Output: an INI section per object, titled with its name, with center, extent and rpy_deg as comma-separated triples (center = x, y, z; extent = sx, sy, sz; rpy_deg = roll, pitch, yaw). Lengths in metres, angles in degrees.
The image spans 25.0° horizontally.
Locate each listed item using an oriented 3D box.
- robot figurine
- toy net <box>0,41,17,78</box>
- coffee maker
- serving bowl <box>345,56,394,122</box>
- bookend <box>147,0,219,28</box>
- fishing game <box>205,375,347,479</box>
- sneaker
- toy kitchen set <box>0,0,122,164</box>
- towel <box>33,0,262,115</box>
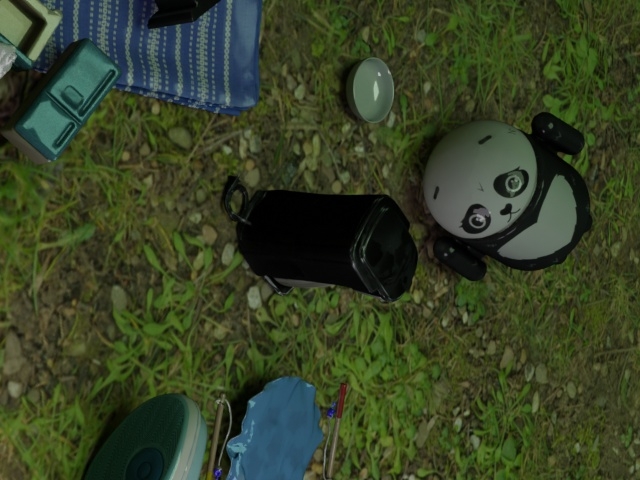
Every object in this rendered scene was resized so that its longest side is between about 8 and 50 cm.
[robot figurine]
center = 0.261, -0.057, 1.976
extent = 0.278, 0.174, 0.209
rpy_deg = 27, 65, -48
[toy net]
center = -0.375, -0.157, 1.230
extent = 0.232, 0.045, 0.122
rpy_deg = -18, 143, -27
[coffee maker]
center = 0.000, 0.000, 1.671
extent = 0.171, 0.178, 0.120
rpy_deg = 24, 74, -48
[serving bowl]
center = 0.058, -0.191, 1.840
extent = 0.083, 0.027, 0.083
rpy_deg = -6, 98, -50
[bookend]
center = -0.142, -0.329, 1.515
extent = 0.157, 0.072, 0.156
rpy_deg = -47, 122, -37
[fishing game]
center = -0.060, 0.250, 1.730
extent = 0.264, 0.041, 0.189
rpy_deg = -3, 103, -55
[sneaker]
center = -0.163, 0.333, 1.552
extent = 0.208, 0.127, 0.319
rpy_deg = 30, 80, -44
[toy kitchen set]
center = -0.270, -0.185, 1.325
extent = 0.207, 0.166, 0.122
rpy_deg = 43, 68, -24
[towel]
center = -0.179, -0.274, 1.547
extent = 0.336, 0.040, 0.243
rpy_deg = 6, 87, -49
